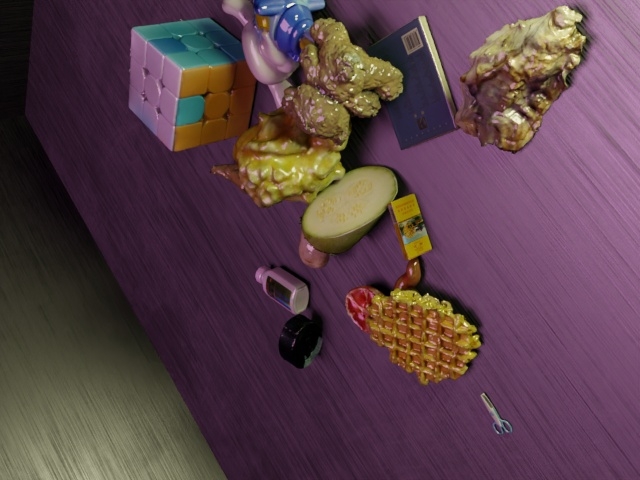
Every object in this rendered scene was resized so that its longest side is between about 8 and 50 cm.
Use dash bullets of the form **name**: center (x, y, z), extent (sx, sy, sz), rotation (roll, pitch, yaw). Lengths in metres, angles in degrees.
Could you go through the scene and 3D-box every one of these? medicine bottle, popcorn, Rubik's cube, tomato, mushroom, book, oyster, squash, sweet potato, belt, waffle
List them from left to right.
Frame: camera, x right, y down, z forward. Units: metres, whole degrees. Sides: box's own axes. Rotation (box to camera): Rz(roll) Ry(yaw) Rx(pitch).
- **Rubik's cube**: center (-0.404, -0.494, 1.956), extent (0.290, 0.292, 0.291), rotation (44, 137, 29)
- **medicine bottle**: center (-0.136, 0.158, 2.139), extent (0.219, 0.078, 0.115), rotation (30, 131, 38)
- **popcorn**: center (-0.072, -0.236, 1.701), extent (0.274, 0.335, 0.279), rotation (50, 173, 1)
- **belt**: center (-0.066, 0.342, 2.095), extent (0.078, 0.151, 0.198), rotation (27, 137, 35)
- **mushroom**: center (0.000, 0.000, 1.845), extent (0.166, 0.128, 0.166), rotation (-177, 90, -90)
- **squash**: center (0.069, -0.097, 1.673), extent (0.189, 0.189, 0.260), rotation (55, 146, 15)
- **tomato**: center (0.150, 0.191, 1.813), extent (0.156, 0.069, 0.155), rotation (20, 124, 32)
- **sweet potato**: center (0.232, 0.129, 1.696), extent (0.058, 0.055, 0.202), rotation (12, 125, -1)
- **book**: center (0.219, -0.368, 1.484), extent (0.191, 0.025, 0.269), rotation (-15, 96, 54)
- **waffle**: center (0.264, 0.249, 1.667), extent (0.312, 0.060, 0.307), rotation (43, 134, 7)
- **oyster**: center (0.377, -0.322, 1.252), extent (0.201, 0.107, 0.354), rotation (46, 138, 20)

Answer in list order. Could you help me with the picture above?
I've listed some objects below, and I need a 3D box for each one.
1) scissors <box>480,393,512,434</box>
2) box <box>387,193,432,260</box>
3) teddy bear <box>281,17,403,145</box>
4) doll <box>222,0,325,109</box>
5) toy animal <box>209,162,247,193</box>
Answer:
- **scissors**: center (0.454, 0.455, 1.626), extent (0.119, 0.014, 0.058), rotation (59, 141, 6)
- **box**: center (0.228, -0.035, 1.589), extent (0.023, 0.087, 0.155), rotation (-11, 99, 53)
- **teddy bear**: center (0.032, -0.357, 1.490), extent (0.267, 0.156, 0.256), rotation (36, 126, -1)
- **doll**: center (-0.105, -0.559, 1.676), extent (0.376, 0.187, 0.366), rotation (46, 154, -12)
- **toy animal**: center (-0.277, -0.216, 2.101), extent (0.219, 0.101, 0.103), rotation (38, 136, 33)
